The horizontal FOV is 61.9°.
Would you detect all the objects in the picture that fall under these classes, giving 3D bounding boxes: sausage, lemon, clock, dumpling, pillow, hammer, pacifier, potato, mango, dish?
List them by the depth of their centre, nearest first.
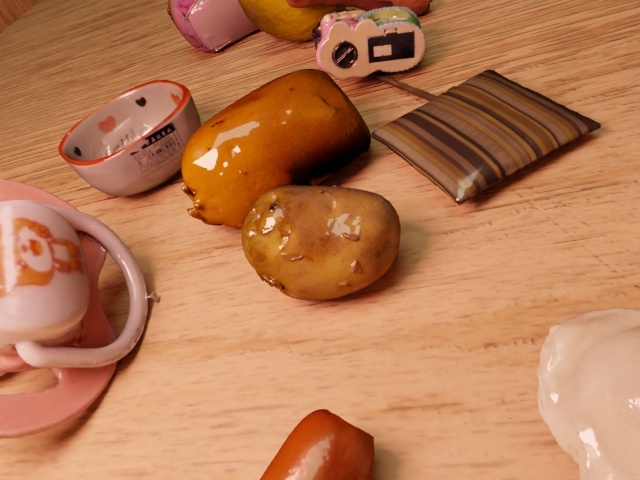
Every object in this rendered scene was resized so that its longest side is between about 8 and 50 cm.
[{"bbox_3d":[0.244,0.137,0.326,0.162,0.132,0.250,-35,55,-24],"label":"dumpling"},{"bbox_3d":[-0.029,0.224,0.412,0.076,0.076,0.197,17,57,39],"label":"sausage"},{"bbox_3d":[0.000,0.000,0.604,0.175,0.137,0.137,10,47,6],"label":"potato"},{"bbox_3d":[-0.372,0.075,0.636,0.273,0.220,0.332,-23,63,4],"label":"pacifier"},{"bbox_3d":[0.206,-0.144,0.704,0.212,0.052,0.208,-28,44,-9],"label":"pillow"},{"bbox_3d":[-0.072,-0.132,0.758,0.287,0.153,0.201,-40,26,-23],"label":"mango"},{"bbox_3d":[0.127,-0.267,0.902,0.058,0.029,0.292,-32,39,-10],"label":"hammer"},{"bbox_3d":[-0.320,-0.170,0.950,0.256,0.117,0.256,-14,42,13],"label":"dish"},{"bbox_3d":[0.082,-0.362,0.954,0.193,0.100,0.195,-6,34,-1],"label":"clock"},{"bbox_3d":[0.077,-0.474,1.028,0.304,0.078,0.078,-3,35,-20],"label":"sausage"},{"bbox_3d":[-0.060,-0.554,1.133,0.267,0.267,0.267,-14,41,13],"label":"lemon"}]

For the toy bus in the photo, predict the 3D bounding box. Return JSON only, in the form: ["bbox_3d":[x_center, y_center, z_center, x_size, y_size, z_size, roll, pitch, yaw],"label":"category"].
[{"bbox_3d":[-0.186,-0.611,1.318,0.386,0.171,0.162,-28,40,-2],"label":"toy bus"}]
